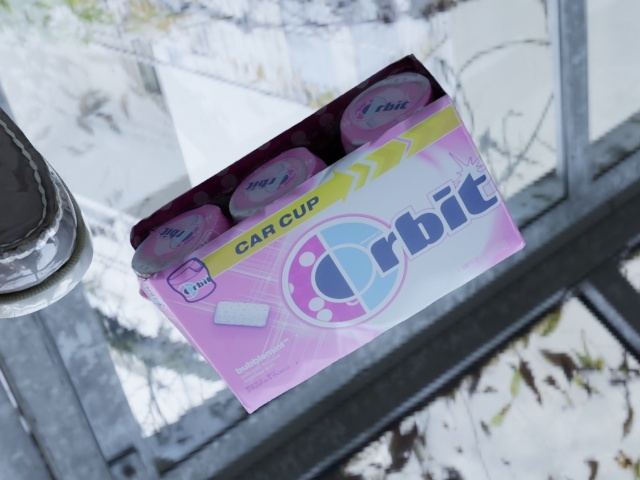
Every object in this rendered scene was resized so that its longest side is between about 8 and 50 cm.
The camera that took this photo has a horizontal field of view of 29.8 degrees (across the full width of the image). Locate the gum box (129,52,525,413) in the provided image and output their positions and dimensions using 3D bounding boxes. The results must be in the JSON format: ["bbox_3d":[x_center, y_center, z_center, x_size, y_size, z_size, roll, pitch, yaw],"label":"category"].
[{"bbox_3d":[0.000,0.000,0.647,0.188,0.107,0.062,-32,-147,2],"label":"gum box"}]

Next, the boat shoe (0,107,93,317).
[{"bbox_3d":[-0.248,-0.081,0.641,0.324,0.096,0.116,38,-120,24],"label":"boat shoe"}]
